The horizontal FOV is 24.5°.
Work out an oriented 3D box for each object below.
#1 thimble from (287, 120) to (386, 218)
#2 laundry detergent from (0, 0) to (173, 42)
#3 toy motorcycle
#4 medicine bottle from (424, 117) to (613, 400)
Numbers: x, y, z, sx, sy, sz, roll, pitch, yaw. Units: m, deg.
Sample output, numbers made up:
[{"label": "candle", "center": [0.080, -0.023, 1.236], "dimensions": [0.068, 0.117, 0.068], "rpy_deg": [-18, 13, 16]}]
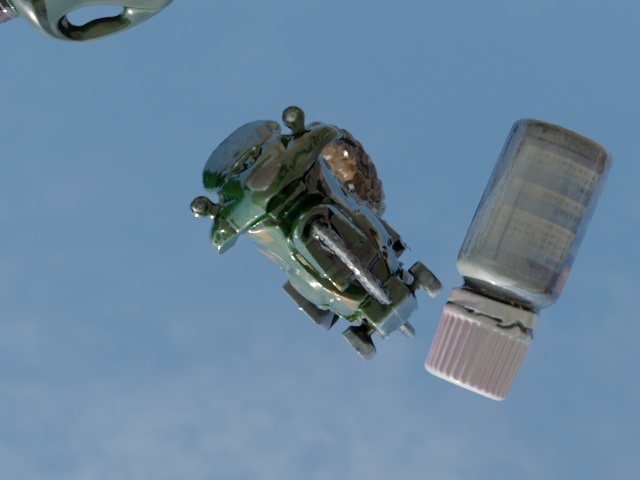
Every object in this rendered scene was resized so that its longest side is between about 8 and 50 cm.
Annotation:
[{"label": "thimble", "center": [0.002, -0.060, 1.581], "dimensions": [0.135, 0.090, 0.118], "rpy_deg": [45, -149, -31]}, {"label": "laundry detergent", "center": [-0.267, -0.274, 1.586], "dimensions": [0.222, 0.144, 0.078], "rpy_deg": [-24, -148, 16]}, {"label": "toy motorcycle", "center": [0.000, 0.000, 1.129], "dimensions": [0.125, 0.274, 0.187], "rpy_deg": [-44, -106, -2]}, {"label": "medicine bottle", "center": [0.143, 0.015, 1.093], "dimensions": [0.083, 0.083, 0.203], "rpy_deg": [24, -92, 3]}]
